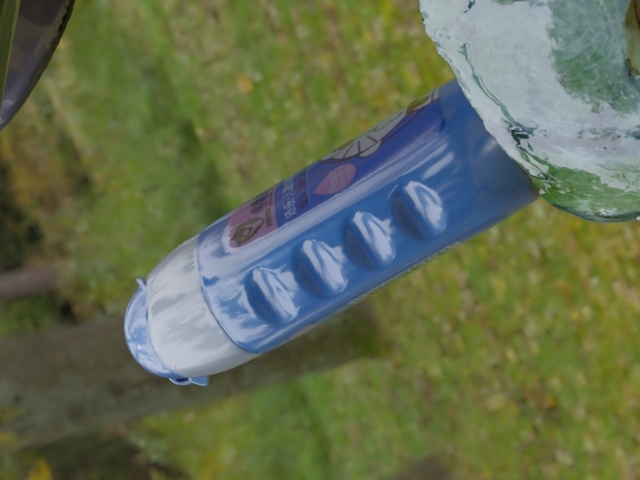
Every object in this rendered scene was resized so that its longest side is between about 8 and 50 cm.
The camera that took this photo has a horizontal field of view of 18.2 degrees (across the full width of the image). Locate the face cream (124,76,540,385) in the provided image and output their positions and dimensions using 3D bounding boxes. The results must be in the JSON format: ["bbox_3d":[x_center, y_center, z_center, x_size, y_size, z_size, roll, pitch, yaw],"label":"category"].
[{"bbox_3d":[0.000,0.000,1.162,0.083,0.264,0.149,57,-166,-10],"label":"face cream"}]

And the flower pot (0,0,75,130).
[{"bbox_3d":[-0.258,-0.179,0.907,0.243,0.265,0.265,27,-157,-41],"label":"flower pot"}]

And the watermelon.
[{"bbox_3d":[0.109,-0.099,0.683,0.071,0.139,0.187,12,137,52],"label":"watermelon"}]

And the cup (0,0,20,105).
[{"bbox_3d":[-0.261,-0.135,0.558,0.310,0.401,0.392,-112,26,-47],"label":"cup"}]
